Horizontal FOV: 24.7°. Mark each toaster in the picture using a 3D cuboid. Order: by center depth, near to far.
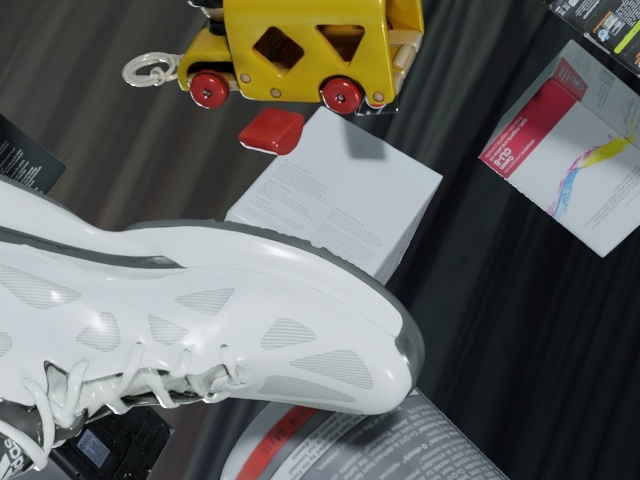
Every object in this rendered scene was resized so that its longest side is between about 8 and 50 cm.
[{"bbox_3d":[-0.295,0.243,1.788,0.110,0.168,0.186,-28,112,37],"label":"toaster"}]

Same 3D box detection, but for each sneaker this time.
[{"bbox_3d":[-0.158,0.112,1.039,0.447,0.257,0.169,13,142,0],"label":"sneaker"}]

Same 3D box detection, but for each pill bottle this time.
[{"bbox_3d":[0.096,0.286,1.291,0.363,0.210,0.210,44,170,25],"label":"pill bottle"}]

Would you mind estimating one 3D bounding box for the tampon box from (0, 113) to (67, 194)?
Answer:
[{"bbox_3d":[-0.377,-0.082,1.575,0.161,0.101,0.120,40,158,-13],"label":"tampon box"}]

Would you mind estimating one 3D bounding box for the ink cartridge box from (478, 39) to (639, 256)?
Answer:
[{"bbox_3d":[0.286,-0.098,1.561,0.176,0.128,0.127,39,122,-1],"label":"ink cartridge box"}]

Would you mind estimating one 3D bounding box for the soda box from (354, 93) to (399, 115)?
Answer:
[{"bbox_3d":[0.062,-0.220,1.847,0.060,0.169,0.053,-5,123,-2],"label":"soda box"}]

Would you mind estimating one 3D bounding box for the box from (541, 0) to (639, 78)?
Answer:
[{"bbox_3d":[0.321,-0.234,1.289,0.184,0.191,0.045,31,-164,-23],"label":"box"}]

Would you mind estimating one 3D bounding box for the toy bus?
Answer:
[{"bbox_3d":[-0.028,-0.159,1.016,0.191,0.202,0.104,45,153,47],"label":"toy bus"}]

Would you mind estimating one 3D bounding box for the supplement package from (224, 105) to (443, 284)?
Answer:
[{"bbox_3d":[0.000,0.000,1.959,0.199,0.263,0.198,31,136,8],"label":"supplement package"}]
